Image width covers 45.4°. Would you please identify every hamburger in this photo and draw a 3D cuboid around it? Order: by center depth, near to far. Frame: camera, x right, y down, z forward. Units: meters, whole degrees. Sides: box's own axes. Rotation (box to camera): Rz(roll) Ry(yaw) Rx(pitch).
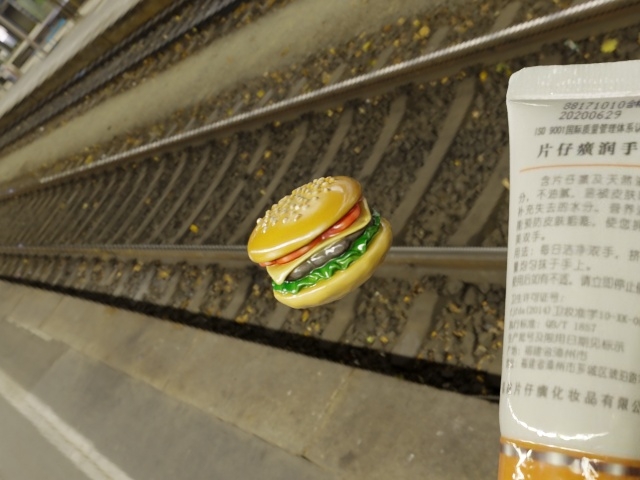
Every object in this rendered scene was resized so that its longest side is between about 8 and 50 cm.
[{"bbox_3d":[0.000,0.000,0.848,0.162,0.115,0.162,-30,18,11],"label":"hamburger"}]

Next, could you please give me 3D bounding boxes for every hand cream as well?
[{"bbox_3d":[0.166,0.028,0.494,0.140,0.089,0.314,6,82,32],"label":"hand cream"}]
